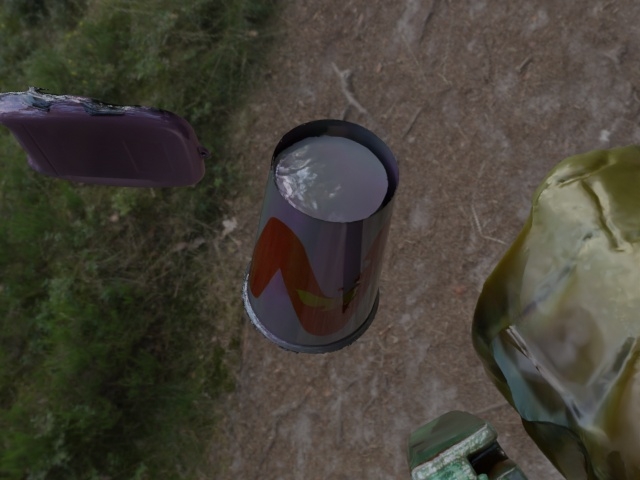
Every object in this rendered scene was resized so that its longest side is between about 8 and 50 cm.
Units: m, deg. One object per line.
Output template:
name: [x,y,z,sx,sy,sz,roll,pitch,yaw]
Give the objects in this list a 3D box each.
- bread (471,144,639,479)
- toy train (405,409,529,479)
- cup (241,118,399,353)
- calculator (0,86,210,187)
bread: [0.279,0.130,0.515,0.300,0.210,0.341,90,159,-46]
toy train: [0.192,0.318,0.795,0.129,0.326,0.159,-30,75,0]
cup: [0.000,0.000,0.726,0.288,0.203,0.203,101,162,-58]
calculator: [-0.302,-0.132,0.842,0.194,0.294,0.043,91,-175,-63]
